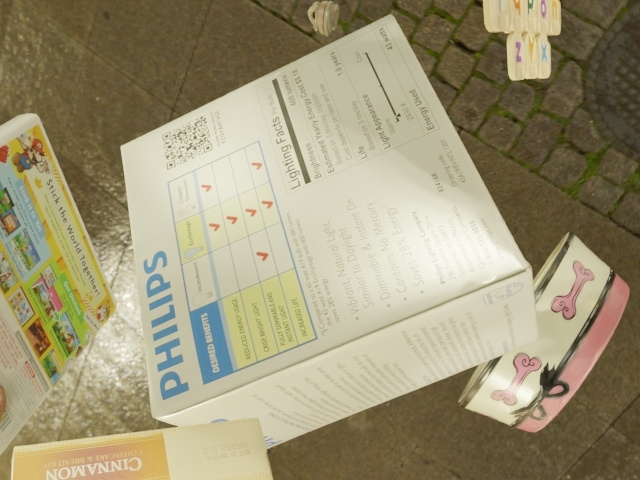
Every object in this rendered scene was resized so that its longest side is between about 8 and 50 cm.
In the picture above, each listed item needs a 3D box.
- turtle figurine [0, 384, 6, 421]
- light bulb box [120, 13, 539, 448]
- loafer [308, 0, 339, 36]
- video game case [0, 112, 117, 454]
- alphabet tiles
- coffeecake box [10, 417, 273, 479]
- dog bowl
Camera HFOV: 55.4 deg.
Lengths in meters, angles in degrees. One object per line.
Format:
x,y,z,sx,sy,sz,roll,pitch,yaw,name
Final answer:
-0.296,0.073,0.312,0.270,0.217,0.087,21,91,22,turtle figurine
0.000,0.000,0.700,0.361,0.225,0.357,-24,57,9,light bulb box
0.000,-0.304,0.829,0.039,0.125,0.045,9,112,5,loafer
-0.272,0.033,0.529,0.026,0.206,0.226,-1,122,16,video game case
0.314,-0.389,0.936,0.021,0.284,0.277,4,106,39,alphabet tiles
-0.123,0.197,0.394,0.185,0.143,0.068,-64,36,40,coffeecake box
0.441,0.192,1.193,0.150,0.408,0.407,33,116,16,dog bowl
